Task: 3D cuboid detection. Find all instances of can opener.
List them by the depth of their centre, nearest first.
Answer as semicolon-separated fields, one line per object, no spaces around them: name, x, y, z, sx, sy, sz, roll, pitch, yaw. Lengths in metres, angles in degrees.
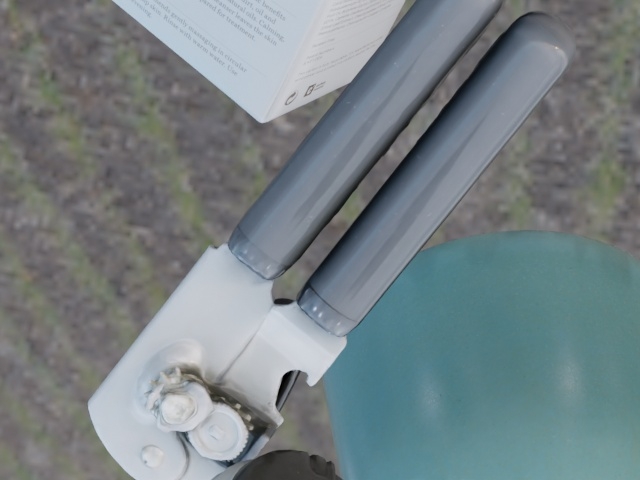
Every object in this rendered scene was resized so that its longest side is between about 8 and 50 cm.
can opener;0.000;0.000;0.773;0.074;0.280;0.093;38;-161;0

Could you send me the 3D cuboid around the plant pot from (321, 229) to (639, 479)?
plant pot;0.151;0.176;1.343;0.293;0.235;0.293;-2;134;-2

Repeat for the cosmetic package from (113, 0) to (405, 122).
cosmetic package;-0.002;-0.291;1.276;0.197;0.155;0.365;41;127;15

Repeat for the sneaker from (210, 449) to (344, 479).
sneaker;0.015;0.174;0.448;0.108;0.100;0.271;-25;111;18
